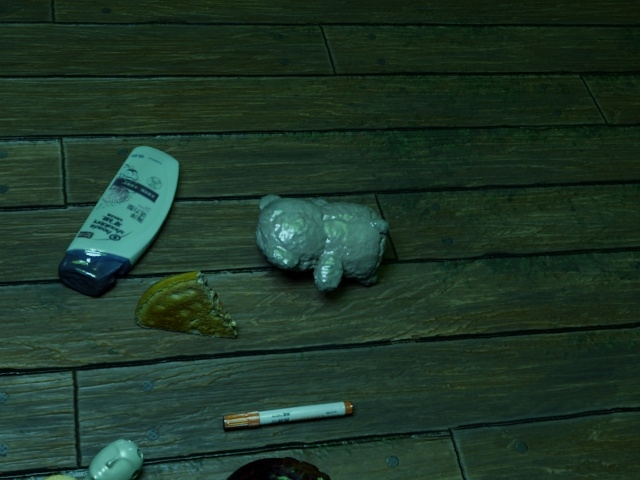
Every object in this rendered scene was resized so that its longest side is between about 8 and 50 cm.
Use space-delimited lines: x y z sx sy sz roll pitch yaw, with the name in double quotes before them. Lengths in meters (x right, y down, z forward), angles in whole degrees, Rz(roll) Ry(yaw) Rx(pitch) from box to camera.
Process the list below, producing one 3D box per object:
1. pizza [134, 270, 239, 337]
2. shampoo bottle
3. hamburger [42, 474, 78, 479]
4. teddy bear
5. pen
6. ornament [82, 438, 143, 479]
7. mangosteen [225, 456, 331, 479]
"pizza" -0.239 0.125 1.836 0.193 0.201 0.053 38 39 -34
"shampoo bottle" -0.386 -0.040 1.968 0.134 0.078 0.359 21 48 1
"hamburger" -0.400 0.458 1.431 0.163 0.244 0.244 30 50 18
"teddy bear" 0.001 -0.001 1.967 0.267 0.151 0.236 -1 48 -15
"pen" -0.057 0.311 1.764 0.239 0.028 0.028 -4 50 -16
"ornament" -0.355 0.386 1.601 0.075 0.081 0.156 42 58 17
"mangosteen" -0.067 0.479 1.516 0.231 0.231 0.289 15 83 1
